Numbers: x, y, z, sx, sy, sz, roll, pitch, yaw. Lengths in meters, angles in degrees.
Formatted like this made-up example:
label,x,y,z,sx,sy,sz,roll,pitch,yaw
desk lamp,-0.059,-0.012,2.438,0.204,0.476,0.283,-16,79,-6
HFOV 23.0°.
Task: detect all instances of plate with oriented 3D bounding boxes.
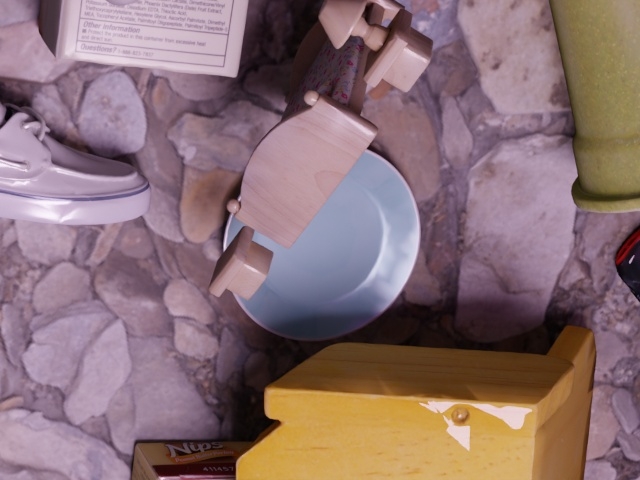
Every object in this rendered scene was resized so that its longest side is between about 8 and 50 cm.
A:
label,x,y,z,sx,sy,sz,roll,pitch,yaw
plate,0.000,0.000,1.422,0.188,0.024,0.188,-6,110,-17

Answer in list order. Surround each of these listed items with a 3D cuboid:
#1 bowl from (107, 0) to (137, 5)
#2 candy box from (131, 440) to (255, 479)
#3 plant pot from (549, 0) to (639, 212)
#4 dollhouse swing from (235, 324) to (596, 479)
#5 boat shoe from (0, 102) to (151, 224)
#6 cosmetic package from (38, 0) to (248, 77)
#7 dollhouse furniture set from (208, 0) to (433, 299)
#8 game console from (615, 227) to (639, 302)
label,x,y,z,sx,sy,sz,roll,pitch,yaw
bowl,-0.132,-0.253,1.136,0.142,0.053,0.142,-38,112,-3
candy box,-0.092,0.346,1.468,0.183,0.087,0.316,2,106,-21
plant pot,0.307,-0.194,1.354,0.276,0.276,0.254,-24,103,-10
dollhouse swing,0.097,0.245,1.453,0.315,0.305,0.347,3,109,5
boat shoe,-0.258,-0.070,1.271,0.258,0.095,0.084,6,109,-22
cosmetic package,-0.127,-0.288,1.226,0.153,0.129,0.296,6,106,-19
dollhouse furniture set,-0.026,-0.186,1.282,0.174,0.303,0.355,30,125,-12
game console,0.521,0.038,1.597,0.342,0.060,0.386,-42,115,-2
